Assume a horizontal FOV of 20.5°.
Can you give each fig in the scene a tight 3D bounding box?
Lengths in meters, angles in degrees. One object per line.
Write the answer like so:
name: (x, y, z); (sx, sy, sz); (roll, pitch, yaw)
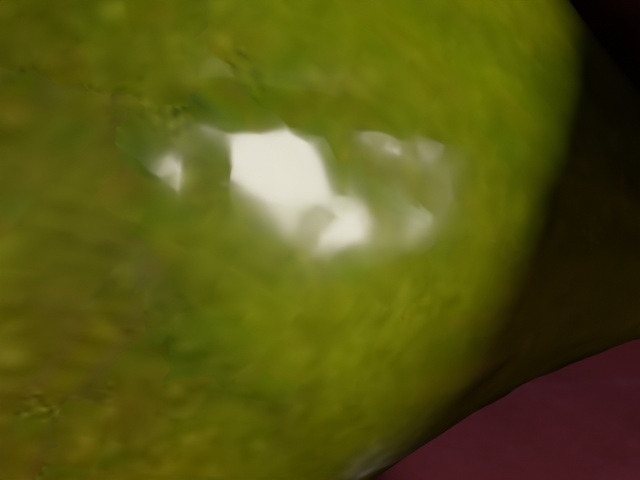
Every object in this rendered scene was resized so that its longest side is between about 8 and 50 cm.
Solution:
fig: (-0.027, -0.003, 0.506); (0.314, 0.233, 0.233); (25, 139, -38)
